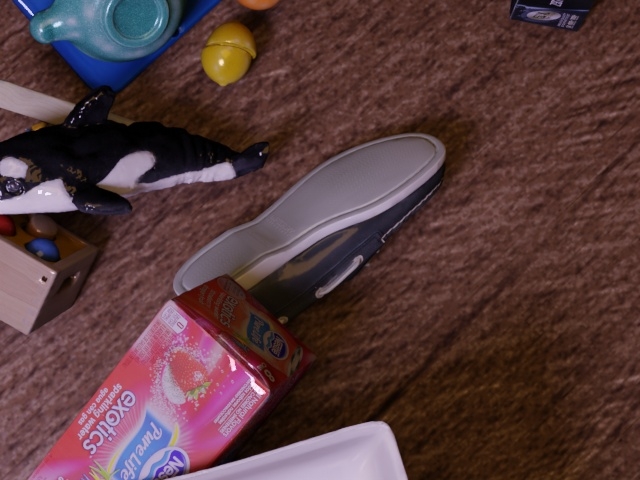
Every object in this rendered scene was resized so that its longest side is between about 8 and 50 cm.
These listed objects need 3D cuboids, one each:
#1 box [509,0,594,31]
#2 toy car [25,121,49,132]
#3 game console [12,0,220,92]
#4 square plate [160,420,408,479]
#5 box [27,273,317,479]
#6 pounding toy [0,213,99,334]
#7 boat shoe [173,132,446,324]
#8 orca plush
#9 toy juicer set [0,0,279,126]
[{"bbox_3d":[0.255,-0.329,1.380,0.078,0.147,0.180,11,78,1],"label":"box"},{"bbox_3d":[-0.337,-0.129,1.372,0.122,0.040,0.060,-6,77,-3],"label":"toy car"},{"bbox_3d":[-0.225,-0.343,1.432,0.293,0.173,0.250,-43,51,-11],"label":"game console"},{"bbox_3d":[-0.046,0.346,1.059,0.344,0.049,0.347,-20,84,33],"label":"square plate"},{"bbox_3d":[-0.138,0.168,1.212,0.122,0.128,0.257,42,109,8],"label":"box"},{"bbox_3d":[-0.291,0.001,1.304,0.130,0.141,0.100,29,106,5],"label":"pounding toy"},{"bbox_3d":[0.000,0.000,1.329,0.303,0.091,0.114,-29,36,-7],"label":"boat shoe"},{"bbox_3d":[-0.191,-0.093,1.282,0.287,0.151,0.102,-3,112,-11],"label":"orca plush"},{"bbox_3d":[-0.173,-0.216,1.353,0.329,0.209,0.089,-45,38,4],"label":"toy juicer set"}]
